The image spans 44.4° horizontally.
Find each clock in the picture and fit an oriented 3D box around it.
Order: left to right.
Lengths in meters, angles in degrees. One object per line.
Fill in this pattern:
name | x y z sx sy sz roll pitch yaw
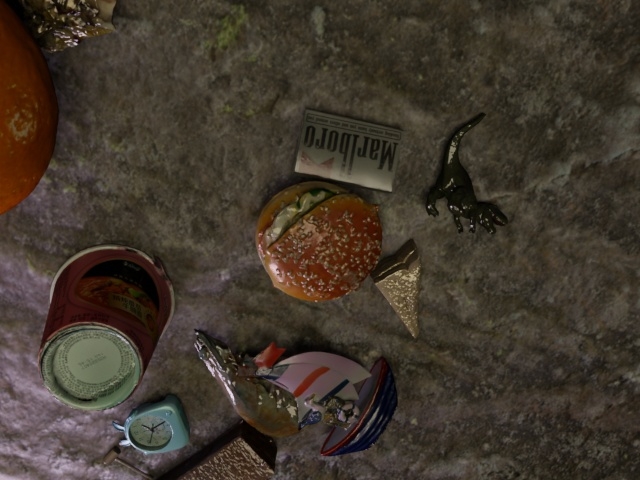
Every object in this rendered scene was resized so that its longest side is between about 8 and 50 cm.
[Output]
clock | -0.338 0.369 1.547 0.147 0.045 0.108 -14 112 2

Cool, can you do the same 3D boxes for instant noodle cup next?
instant noodle cup | -0.373 0.159 1.347 0.244 0.255 0.243 -2 111 -6

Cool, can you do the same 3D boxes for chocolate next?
chocolate | -0.243 0.491 1.576 0.321 0.112 0.112 -37 102 11

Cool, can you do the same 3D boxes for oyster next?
oyster | -0.418 -0.388 1.176 0.223 0.083 0.214 -2 121 21

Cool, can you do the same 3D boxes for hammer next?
hammer | -0.386 0.460 1.596 0.110 0.019 0.035 38 105 -20

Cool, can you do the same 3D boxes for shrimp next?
shrimp | -0.117 0.264 1.518 0.164 0.062 0.317 -39 114 3

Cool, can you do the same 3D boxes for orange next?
orange | -0.600 -0.195 1.122 0.424 0.326 0.423 6 121 10

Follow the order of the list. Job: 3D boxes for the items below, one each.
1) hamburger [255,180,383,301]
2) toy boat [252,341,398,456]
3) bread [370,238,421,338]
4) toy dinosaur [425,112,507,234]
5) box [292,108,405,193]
hamburger | -0.002 0.004 1.370 0.237 0.147 0.236 -3 114 -6
toy boat | 0.027 0.278 1.516 0.219 0.072 0.318 -35 112 -4
bread | 0.171 0.091 1.457 0.105 0.077 0.152 -33 112 10
toy dinosaur | 0.270 -0.108 1.417 0.187 0.087 0.178 42 67 -34
box | 0.049 -0.153 1.351 0.178 0.036 0.115 10 90 -9
